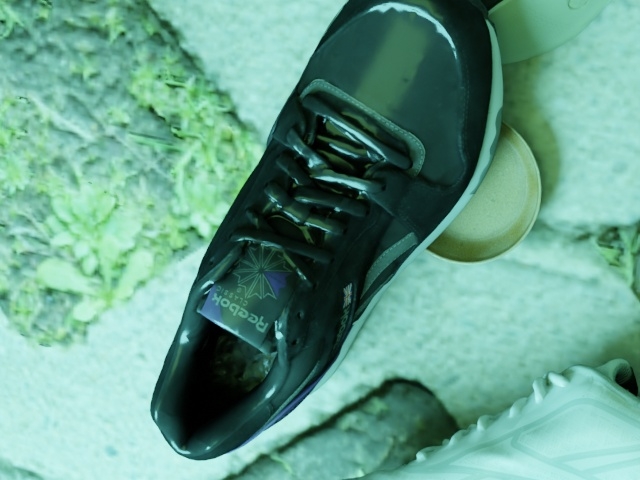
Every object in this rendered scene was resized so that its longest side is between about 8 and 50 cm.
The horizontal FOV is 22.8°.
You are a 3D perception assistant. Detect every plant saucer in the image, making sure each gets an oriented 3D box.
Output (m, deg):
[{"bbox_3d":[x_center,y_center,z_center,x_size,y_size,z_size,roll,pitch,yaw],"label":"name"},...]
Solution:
[{"bbox_3d":[0.078,-0.029,0.837,0.083,0.015,0.083,5,102,23],"label":"plant saucer"}]

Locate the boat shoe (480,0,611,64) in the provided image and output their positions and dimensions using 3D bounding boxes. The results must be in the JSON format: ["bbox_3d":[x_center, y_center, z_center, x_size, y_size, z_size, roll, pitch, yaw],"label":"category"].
[{"bbox_3d":[0.120,-0.133,0.786,0.133,0.049,0.042,-37,49,35],"label":"boat shoe"}]

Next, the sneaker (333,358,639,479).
[{"bbox_3d":[0.111,0.122,0.814,0.292,0.110,0.118,-5,91,16],"label":"sneaker"}]

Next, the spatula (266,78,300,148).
[{"bbox_3d":[0.053,-0.143,0.807,0.296,0.030,0.084,-49,50,28],"label":"spatula"}]

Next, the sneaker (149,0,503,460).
[{"bbox_3d":[0.000,0.000,0.795,0.107,0.124,0.283,30,120,8],"label":"sneaker"}]
